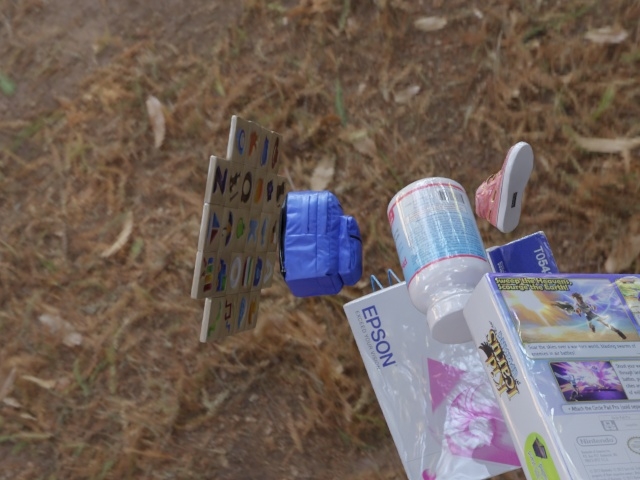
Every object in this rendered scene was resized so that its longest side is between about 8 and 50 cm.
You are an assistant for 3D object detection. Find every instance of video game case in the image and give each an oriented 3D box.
[{"bbox_3d":[0.281,0.137,0.791,0.270,0.061,0.244,1,48,-19],"label":"video game case"}]

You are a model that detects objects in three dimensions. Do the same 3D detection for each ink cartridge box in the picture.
[{"bbox_3d":[0.243,0.190,1.455,0.330,0.071,0.324,-22,88,9],"label":"ink cartridge box"}]

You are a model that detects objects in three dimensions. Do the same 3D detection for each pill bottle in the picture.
[{"bbox_3d":[0.125,0.021,0.967,0.087,0.087,0.160,-16,52,7],"label":"pill bottle"}]

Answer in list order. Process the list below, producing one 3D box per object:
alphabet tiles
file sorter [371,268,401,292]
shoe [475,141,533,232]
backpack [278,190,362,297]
[{"bbox_3d":[-0.102,-0.014,1.286,0.011,0.342,0.285,8,91,12],"label":"alphabet tiles"},{"bbox_3d":[0.202,0.110,1.987,0.170,0.118,0.104,-19,29,-10],"label":"file sorter"},{"bbox_3d":[0.335,-0.107,1.766,0.063,0.178,0.081,-15,34,-35],"label":"shoe"},{"bbox_3d":[0.000,0.000,1.166,0.101,0.098,0.120,-5,70,1],"label":"backpack"}]
